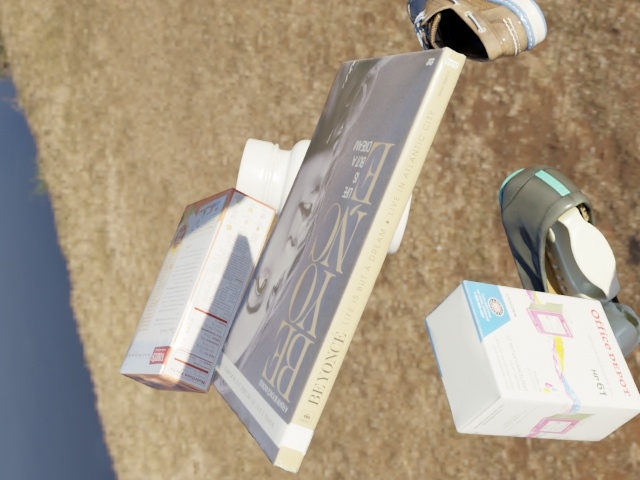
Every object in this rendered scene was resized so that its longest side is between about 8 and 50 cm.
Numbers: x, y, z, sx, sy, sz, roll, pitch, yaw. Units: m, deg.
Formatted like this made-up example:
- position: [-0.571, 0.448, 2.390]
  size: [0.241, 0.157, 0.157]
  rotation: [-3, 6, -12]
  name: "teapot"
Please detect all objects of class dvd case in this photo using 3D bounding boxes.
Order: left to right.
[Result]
- position: [0.000, 0.000, 0.566]
  size: [0.221, 0.018, 0.164]
  rotation: [-68, 19, 0]
  name: "dvd case"

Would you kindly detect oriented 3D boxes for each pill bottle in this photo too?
- position: [0.004, -0.066, 1.368]
  size: [0.131, 0.229, 0.131]
  rotation: [-168, 90, -89]
  name: "pill bottle"

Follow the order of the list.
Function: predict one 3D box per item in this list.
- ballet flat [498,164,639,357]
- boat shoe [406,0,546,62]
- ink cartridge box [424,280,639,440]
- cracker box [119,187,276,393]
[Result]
- position: [0.241, 0.058, 0.942]
  size: [0.096, 0.095, 0.280]
  rotation: [30, 153, 56]
  name: "ballet flat"
- position: [0.121, -0.199, 0.911]
  size: [0.183, 0.066, 0.066]
  rotation: [31, 149, 60]
  name: "boat shoe"
- position: [0.141, 0.081, 0.666]
  size: [0.052, 0.122, 0.089]
  rotation: [-51, 41, 41]
  name: "ink cartridge box"
- position: [-0.148, 0.063, 1.199]
  size: [0.155, 0.067, 0.232]
  rotation: [-12, 54, 61]
  name: "cracker box"
